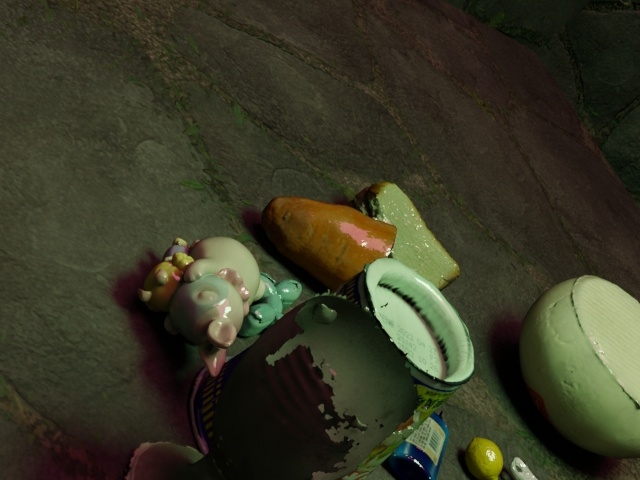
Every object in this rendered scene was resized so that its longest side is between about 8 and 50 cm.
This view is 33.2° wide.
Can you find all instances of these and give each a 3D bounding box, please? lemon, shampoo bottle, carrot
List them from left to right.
[{"bbox_3d":[0.000,0.000,1.836,0.225,0.159,0.159,25,32,-12],"label":"carrot"},{"bbox_3d":[0.160,0.320,1.714,0.087,0.050,0.183,42,28,-4],"label":"shampoo bottle"},{"bbox_3d":[0.275,0.369,1.802,0.062,0.062,0.083,0,66,-54],"label":"lemon"}]

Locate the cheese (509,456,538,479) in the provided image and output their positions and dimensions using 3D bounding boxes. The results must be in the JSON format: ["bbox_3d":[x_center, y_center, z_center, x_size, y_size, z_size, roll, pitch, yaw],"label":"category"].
[{"bbox_3d":[0.406,0.469,1.856,0.227,0.064,0.137,48,26,4],"label":"cheese"}]

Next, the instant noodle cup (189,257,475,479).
[{"bbox_3d":[0.029,0.191,1.417,0.284,0.312,0.284,34,31,-24],"label":"instant noodle cup"}]

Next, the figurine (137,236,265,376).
[{"bbox_3d":[-0.165,0.082,1.471,0.155,0.127,0.235,37,21,-9],"label":"figurine"}]

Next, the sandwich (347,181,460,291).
[{"bbox_3d":[0.130,0.029,1.999,0.254,0.099,0.288,53,28,-3],"label":"sandwich"}]

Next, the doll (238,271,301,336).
[{"bbox_3d":[-0.067,0.115,1.654,0.159,0.059,0.158,45,29,-1],"label":"doll"}]

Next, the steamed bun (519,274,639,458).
[{"bbox_3d":[0.537,0.262,2.114,0.374,0.241,0.374,32,36,-27],"label":"steamed bun"}]

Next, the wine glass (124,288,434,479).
[{"bbox_3d":[-0.056,0.218,1.220,0.190,0.357,0.190,36,30,-25],"label":"wine glass"}]
